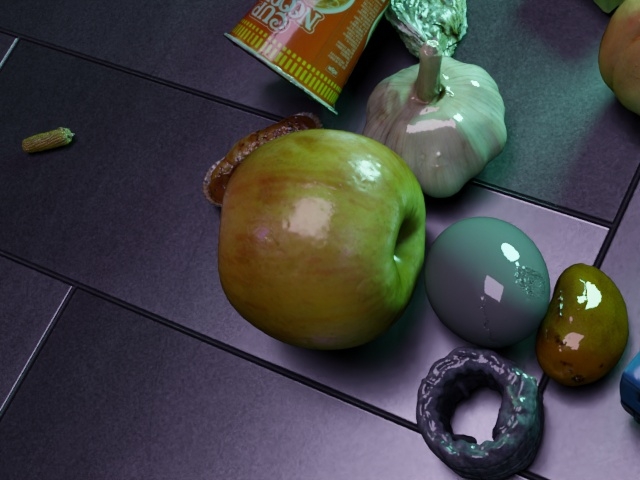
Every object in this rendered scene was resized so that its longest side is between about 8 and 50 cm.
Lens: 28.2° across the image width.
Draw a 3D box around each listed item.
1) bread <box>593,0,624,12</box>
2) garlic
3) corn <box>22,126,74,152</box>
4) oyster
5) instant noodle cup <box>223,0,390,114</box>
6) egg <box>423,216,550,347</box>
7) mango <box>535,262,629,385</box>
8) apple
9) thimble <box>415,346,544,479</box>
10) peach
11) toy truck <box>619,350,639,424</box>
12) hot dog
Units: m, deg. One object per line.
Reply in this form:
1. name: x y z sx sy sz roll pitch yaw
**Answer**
1. bread: 0.487 -0.468 1.735 0.361 0.077 0.138 -37 59 -2
2. garlic: 0.137 -0.174 1.624 0.199 0.226 0.199 -6 61 10
3. corn: -0.407 -0.151 1.907 0.083 0.027 0.028 -12 83 13
4. oyster: 0.148 -0.321 1.791 0.125 0.064 0.177 14 60 9
5. instant noodle cup: 0.005 -0.309 1.731 0.193 0.193 0.212 38 94 29
6. egg: 0.200 0.051 1.527 0.146 0.146 0.198 -25 28 6
7. mango: 0.314 0.097 1.516 0.105 0.084 0.159 10 69 16
8. apple: 0.000 0.000 1.556 0.233 0.286 0.286 6 67 19
9. thimble: 0.188 0.204 1.497 0.150 0.098 0.150 -8 63 16
10. peach: 0.438 -0.238 1.585 0.184 0.184 0.184 -7 63 15
11. toy truck: 0.500 0.230 1.344 0.161 0.162 0.385 -45 61 -8
12. hot dog: -0.077 -0.107 1.762 0.192 0.053 0.099 -28 56 1
